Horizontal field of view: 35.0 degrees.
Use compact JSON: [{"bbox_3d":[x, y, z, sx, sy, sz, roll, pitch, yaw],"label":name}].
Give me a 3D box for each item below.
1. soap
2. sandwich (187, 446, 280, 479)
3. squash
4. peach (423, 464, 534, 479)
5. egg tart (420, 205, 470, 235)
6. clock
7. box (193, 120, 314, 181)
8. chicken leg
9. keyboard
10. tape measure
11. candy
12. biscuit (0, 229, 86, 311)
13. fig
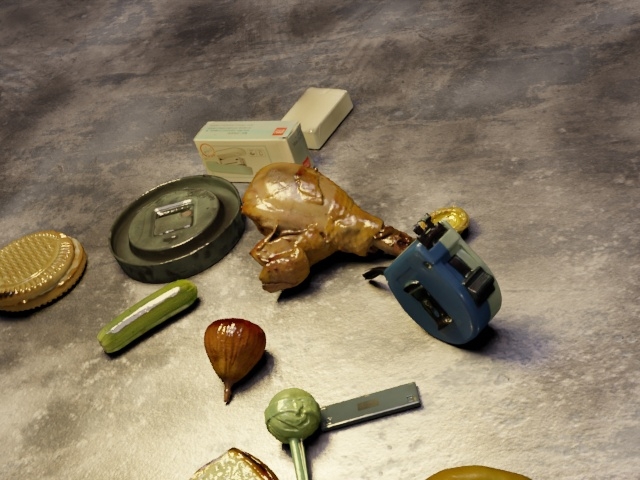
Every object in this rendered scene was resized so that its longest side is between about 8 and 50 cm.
[{"bbox_3d":[-0.016,-0.304,2.503,0.121,0.064,0.183,9,46,33],"label":"soap"},{"bbox_3d":[-0.130,0.476,1.525,0.271,0.099,0.301,-41,40,-18],"label":"sandwich"},{"bbox_3d":[-0.354,0.152,2.087,0.228,0.066,0.066,-33,38,-15],"label":"squash"},{"bbox_3d":[0.226,0.420,1.410,0.251,0.153,0.251,-1,34,0],"label":"peach"},{"bbox_3d":[0.252,-0.028,2.045,0.105,0.039,0.105,-13,37,10],"label":"egg tart"},{"bbox_3d":[-0.323,-0.029,2.299,0.318,0.066,0.319,-13,36,10],"label":"clock"},{"bbox_3d":[-0.156,-0.210,2.390,0.269,0.135,0.079,3,42,28],"label":"box"},{"bbox_3d":[0.000,0.000,2.066,0.409,0.182,0.295,20,60,21],"label":"chicken leg"},{"bbox_3d":[0.084,0.286,1.749,0.176,0.014,0.055,-16,36,6],"label":"keyboard"},{"bbox_3d":[0.189,0.099,1.844,0.098,0.215,0.351,-42,-3,-24],"label":"tape measure"},{"bbox_3d":[-0.030,0.382,1.649,0.092,0.093,0.336,-52,34,32],"label":"candy"},{"bbox_3d":[-0.664,0.068,2.325,0.259,0.079,0.259,-13,37,10],"label":"biscuit"},{"bbox_3d":[-0.153,0.216,1.903,0.119,0.153,0.119,-16,-5,-1],"label":"fig"}]
